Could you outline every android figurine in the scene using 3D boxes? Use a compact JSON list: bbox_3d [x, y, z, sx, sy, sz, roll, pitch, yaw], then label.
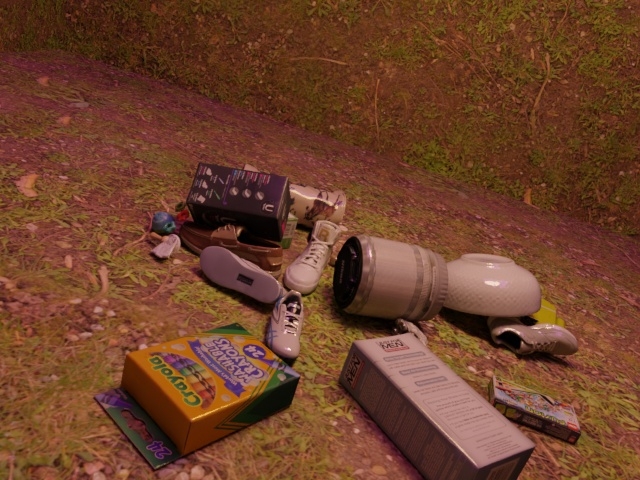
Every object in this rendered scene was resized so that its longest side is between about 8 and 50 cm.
[{"bbox_3d":[0.684,0.237,1.894,0.248,0.056,0.273,23,23,13],"label":"android figurine"}]

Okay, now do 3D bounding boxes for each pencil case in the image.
[{"bbox_3d":[-0.119,-0.150,2.052,0.409,0.160,0.183,15,12,-8],"label":"pencil case"}]

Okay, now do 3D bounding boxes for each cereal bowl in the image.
[{"bbox_3d":[0.514,0.124,1.790,0.338,0.141,0.339,4,9,-1],"label":"cereal bowl"}]

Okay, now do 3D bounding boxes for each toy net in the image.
[{"bbox_3d":[-0.418,-0.019,1.618,0.122,0.045,0.232,-19,40,-3],"label":"toy net"}]

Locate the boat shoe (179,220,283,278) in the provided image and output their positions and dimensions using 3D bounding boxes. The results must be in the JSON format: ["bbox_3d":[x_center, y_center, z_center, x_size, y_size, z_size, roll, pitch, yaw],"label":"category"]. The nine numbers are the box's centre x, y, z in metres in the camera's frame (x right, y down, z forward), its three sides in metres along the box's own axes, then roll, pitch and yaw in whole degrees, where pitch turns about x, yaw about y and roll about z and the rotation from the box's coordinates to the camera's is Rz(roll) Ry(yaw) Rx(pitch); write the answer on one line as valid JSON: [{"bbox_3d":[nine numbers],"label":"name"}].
[{"bbox_3d":[-0.248,0.003,1.643,0.324,0.117,0.123,21,22,8],"label":"boat shoe"}]

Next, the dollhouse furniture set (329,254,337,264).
[{"bbox_3d":[0.081,0.044,1.870,0.114,0.091,0.081,7,9,-18],"label":"dollhouse furniture set"}]

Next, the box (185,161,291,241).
[{"bbox_3d":[-0.233,-0.110,1.688,0.270,0.165,0.144,10,66,5],"label":"box"}]

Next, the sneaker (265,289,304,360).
[{"bbox_3d":[-0.078,0.197,1.360,0.085,0.086,0.237,16,23,-9],"label":"sneaker"}]

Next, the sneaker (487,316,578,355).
[{"bbox_3d":[0.613,0.297,1.669,0.262,0.099,0.121,14,28,9],"label":"sneaker"}]

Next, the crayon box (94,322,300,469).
[{"bbox_3d":[-0.220,0.271,1.077,0.203,0.083,0.322,32,26,32],"label":"crayon box"}]

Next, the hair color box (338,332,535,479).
[{"bbox_3d":[0.226,0.351,1.192,0.185,0.114,0.374,0,29,-38],"label":"hair color box"}]

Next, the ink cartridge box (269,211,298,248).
[{"bbox_3d":[-0.169,-0.069,1.886,0.062,0.109,0.209,-3,30,-43],"label":"ink cartridge box"}]

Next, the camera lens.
[{"bbox_3d":[0.184,0.107,1.593,0.274,0.220,0.219,11,23,-17],"label":"camera lens"}]

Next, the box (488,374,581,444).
[{"bbox_3d":[0.511,0.405,1.386,0.206,0.036,0.114,20,22,5],"label":"box"}]

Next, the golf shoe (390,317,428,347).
[{"bbox_3d":[0.255,0.263,1.490,0.085,0.069,0.176,15,22,-23],"label":"golf shoe"}]

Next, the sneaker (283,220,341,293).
[{"bbox_3d":[-0.020,0.031,1.688,0.108,0.169,0.292,22,23,4],"label":"sneaker"}]

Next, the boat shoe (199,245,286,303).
[{"bbox_3d":[-0.205,0.099,1.514,0.258,0.095,0.084,31,-3,21],"label":"boat shoe"}]

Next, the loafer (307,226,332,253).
[{"bbox_3d":[0.000,0.000,1.940,0.061,0.062,0.170,34,19,-22],"label":"loafer"}]
